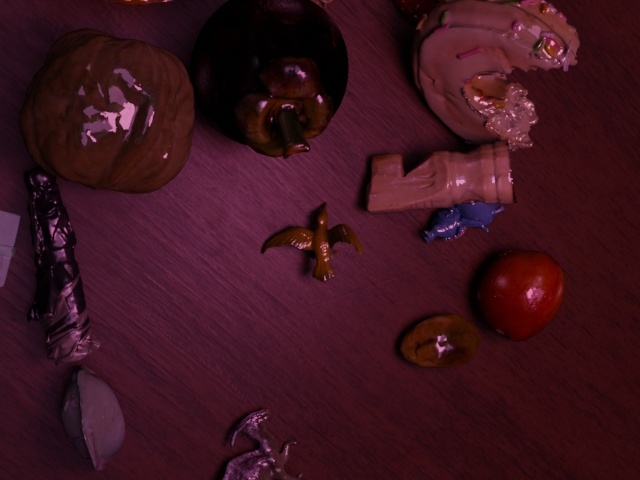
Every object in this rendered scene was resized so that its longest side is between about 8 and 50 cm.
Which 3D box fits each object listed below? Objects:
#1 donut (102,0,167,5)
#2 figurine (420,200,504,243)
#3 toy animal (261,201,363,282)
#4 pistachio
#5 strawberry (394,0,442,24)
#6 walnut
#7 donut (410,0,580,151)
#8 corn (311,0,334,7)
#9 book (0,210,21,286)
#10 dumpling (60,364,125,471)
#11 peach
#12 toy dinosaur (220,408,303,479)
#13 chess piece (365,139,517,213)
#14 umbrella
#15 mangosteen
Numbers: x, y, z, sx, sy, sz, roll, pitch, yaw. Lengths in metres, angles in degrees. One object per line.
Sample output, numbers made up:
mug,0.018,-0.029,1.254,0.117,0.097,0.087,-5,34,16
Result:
donut,-0.344,-0.602,1.534,0.435,0.163,0.377,-21,115,-11
figurine,0.283,-0.070,1.855,0.178,0.114,0.144,-35,104,-5
toy animal,0.000,0.000,1.773,0.219,0.155,0.095,-5,129,20
pistachio,0.262,0.210,1.868,0.190,0.100,0.110,-2,99,-18
strawberry,0.259,-0.512,1.801,0.190,0.111,0.236,-43,107,-14
walnut,-0.360,-0.221,1.528,0.253,0.282,0.276,11,85,20
donut,0.326,-0.346,1.732,0.307,0.371,0.150,28,64,10
corn,-0.002,-0.592,1.718,0.092,0.092,0.280,2,90,-20
book,-0.599,0.010,1.589,0.103,0.017,0.134,14,90,-19
dumpling,-0.427,0.340,1.619,0.105,0.149,0.216,-3,107,20
peach,0.419,0.120,1.874,0.198,0.197,0.197,-2,95,-19
toy dinosaur,-0.126,0.487,1.772,0.162,0.077,0.294,18,74,-16
chess piece,0.236,-0.119,1.773,0.301,0.137,0.137,-7,98,13
umbrella,-0.485,0.045,1.589,0.106,0.113,0.357,-13,94,-45
mangosteen,-0.088,-0.306,1.588,0.297,0.313,0.296,-1,98,-8
